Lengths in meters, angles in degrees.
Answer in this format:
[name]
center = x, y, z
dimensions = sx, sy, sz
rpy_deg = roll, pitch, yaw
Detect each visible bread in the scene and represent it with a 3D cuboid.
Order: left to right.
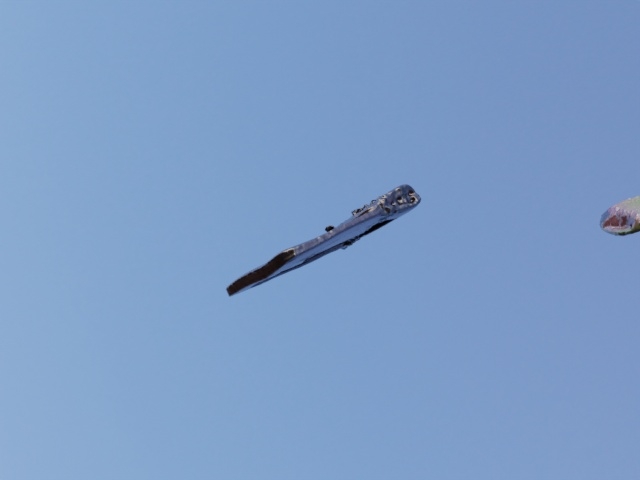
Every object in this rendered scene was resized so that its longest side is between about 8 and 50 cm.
[bread]
center = 0.408, -0.042, 1.096
dimensions = 0.228, 0.228, 0.034
rpy_deg = -9, -84, 45

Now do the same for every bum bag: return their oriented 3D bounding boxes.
[bum bag]
center = 0.000, 0.000, 0.865
dimensions = 0.109, 0.159, 0.026
rpy_deg = -31, -95, 52
